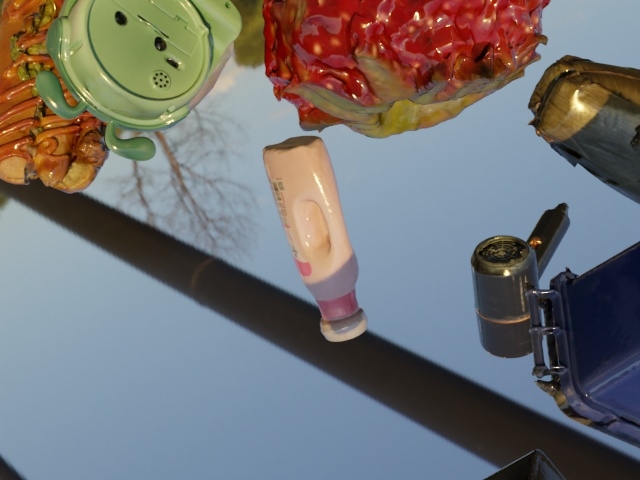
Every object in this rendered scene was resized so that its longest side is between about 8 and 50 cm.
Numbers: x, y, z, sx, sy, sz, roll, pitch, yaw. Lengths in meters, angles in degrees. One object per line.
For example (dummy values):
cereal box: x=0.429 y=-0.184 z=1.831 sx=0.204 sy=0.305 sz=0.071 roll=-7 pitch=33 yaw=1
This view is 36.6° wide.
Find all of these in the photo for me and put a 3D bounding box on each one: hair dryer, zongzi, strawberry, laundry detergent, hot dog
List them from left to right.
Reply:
hot dog: x=-0.317 y=-0.224 z=1.185 sx=0.117 sy=0.158 sz=0.349 roll=-40 pitch=-138 yaw=53
laundry detergent: x=0.000 y=0.000 z=1.566 sx=0.088 sy=0.335 sz=0.159 roll=-24 pitch=-164 yaw=-25
strawberry: x=0.058 y=-0.269 z=0.876 sx=0.292 sy=0.343 sz=0.292 roll=-14 pitch=174 yaw=-2
hair dryer: x=0.354 y=0.015 z=1.628 sx=0.107 sy=0.189 sz=0.352 roll=8 pitch=-140 yaw=29
zongzi: x=0.402 y=-0.077 z=1.125 sx=0.145 sy=0.274 sz=0.300 roll=-57 pitch=-143 yaw=39

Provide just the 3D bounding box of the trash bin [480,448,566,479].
trash bin: x=0.121 y=0.308 z=0.841 sx=0.225 sy=0.115 sz=0.165 roll=-32 pitch=-165 yaw=25

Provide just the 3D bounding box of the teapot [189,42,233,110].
teapot: x=-0.246 y=-0.303 z=1.510 sx=0.178 sy=0.221 sz=0.163 roll=-34 pitch=-124 yaw=35

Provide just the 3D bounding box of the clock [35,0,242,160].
clock: x=-0.161 y=-0.167 z=0.856 sx=0.060 sy=0.148 sz=0.188 roll=-18 pitch=-134 yaw=53

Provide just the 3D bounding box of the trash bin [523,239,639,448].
trash bin: x=0.313 y=0.064 z=0.839 sx=0.234 sy=0.184 sz=0.162 roll=-45 pitch=-151 yaw=42
